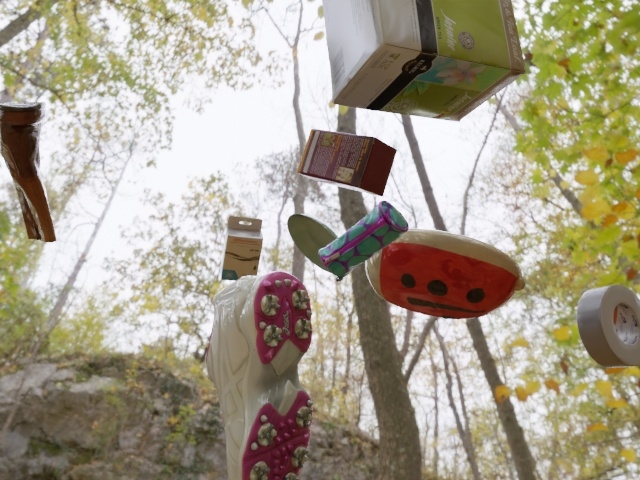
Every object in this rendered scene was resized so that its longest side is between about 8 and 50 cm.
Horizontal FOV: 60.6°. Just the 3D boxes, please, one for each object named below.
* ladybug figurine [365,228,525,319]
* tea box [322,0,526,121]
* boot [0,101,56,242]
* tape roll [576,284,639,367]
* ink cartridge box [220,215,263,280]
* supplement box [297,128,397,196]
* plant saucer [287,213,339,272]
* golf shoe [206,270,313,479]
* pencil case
[{"bbox_3d":[0.316,0.103,1.482,0.450,0.161,0.305,4,-33,34],"label":"ladybug figurine"},{"bbox_3d":[0.193,-0.446,1.098,0.324,0.328,0.220,2,-16,-23],"label":"tea box"},{"bbox_3d":[-0.595,-0.130,1.112,0.264,0.096,0.280,-2,-80,47],"label":"boot"},{"bbox_3d":[0.794,0.231,1.478,0.219,0.219,0.072,31,-28,-20],"label":"tape roll"},{"bbox_3d":[-0.225,0.026,1.575,0.104,0.060,0.180,6,-67,-15],"label":"ink cartridge box"},{"bbox_3d":[0.053,-0.164,1.138,0.081,0.188,0.104,15,-87,-46],"label":"supplement box"},{"bbox_3d":[0.000,0.000,1.367,0.195,0.037,0.195,34,-29,22],"label":"plant saucer"},{"bbox_3d":[-0.086,0.193,0.707,0.140,0.306,0.115,-2,-9,41],"label":"golf shoe"},{"bbox_3d":[0.068,0.001,0.888,0.152,0.070,0.064,-39,-105,28],"label":"pencil case"}]
